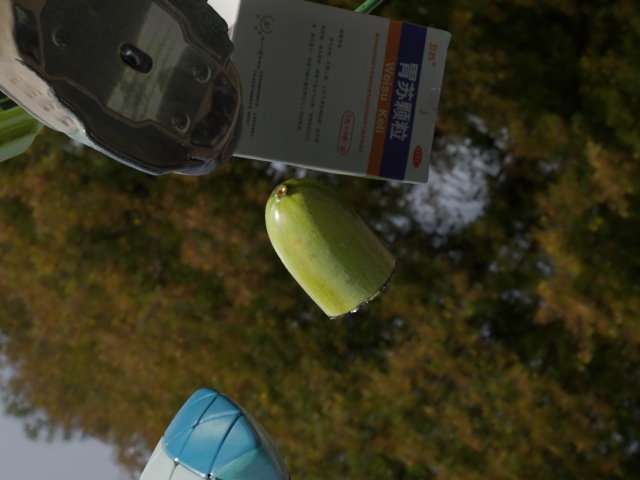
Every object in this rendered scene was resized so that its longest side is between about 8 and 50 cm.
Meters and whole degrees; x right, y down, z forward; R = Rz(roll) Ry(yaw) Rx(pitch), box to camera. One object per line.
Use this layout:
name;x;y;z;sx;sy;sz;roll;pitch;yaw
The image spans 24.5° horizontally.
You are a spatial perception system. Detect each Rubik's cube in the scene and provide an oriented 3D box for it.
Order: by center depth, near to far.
Rubik's cube;-0.165;0.307;1.939;0.254;0.254;0.254;24;-156;-11

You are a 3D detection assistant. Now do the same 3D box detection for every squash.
squash;0.000;0.000;1.822;0.187;0.123;0.123;48;-165;-26

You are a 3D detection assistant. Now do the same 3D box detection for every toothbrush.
toothbrush;0.115;-0.390;2.211;0.018;0.257;0.024;42;166;27

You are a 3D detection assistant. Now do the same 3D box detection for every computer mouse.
computer mouse;-0.235;-0.188;1.435;0.389;0.115;0.199;34;-118;-30

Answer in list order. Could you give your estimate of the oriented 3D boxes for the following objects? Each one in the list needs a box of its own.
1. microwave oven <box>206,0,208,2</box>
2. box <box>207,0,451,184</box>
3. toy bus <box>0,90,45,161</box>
microwave oven;-0.309;-0.552;2.317;0.374;0.432;0.236;0;-147;25
box;-0.001;-0.188;1.835;0.299;0.200;0.106;8;-178;-26
toy bus;-0.423;-0.139;1.601;0.262;0.128;0.150;-27;-99;-38
